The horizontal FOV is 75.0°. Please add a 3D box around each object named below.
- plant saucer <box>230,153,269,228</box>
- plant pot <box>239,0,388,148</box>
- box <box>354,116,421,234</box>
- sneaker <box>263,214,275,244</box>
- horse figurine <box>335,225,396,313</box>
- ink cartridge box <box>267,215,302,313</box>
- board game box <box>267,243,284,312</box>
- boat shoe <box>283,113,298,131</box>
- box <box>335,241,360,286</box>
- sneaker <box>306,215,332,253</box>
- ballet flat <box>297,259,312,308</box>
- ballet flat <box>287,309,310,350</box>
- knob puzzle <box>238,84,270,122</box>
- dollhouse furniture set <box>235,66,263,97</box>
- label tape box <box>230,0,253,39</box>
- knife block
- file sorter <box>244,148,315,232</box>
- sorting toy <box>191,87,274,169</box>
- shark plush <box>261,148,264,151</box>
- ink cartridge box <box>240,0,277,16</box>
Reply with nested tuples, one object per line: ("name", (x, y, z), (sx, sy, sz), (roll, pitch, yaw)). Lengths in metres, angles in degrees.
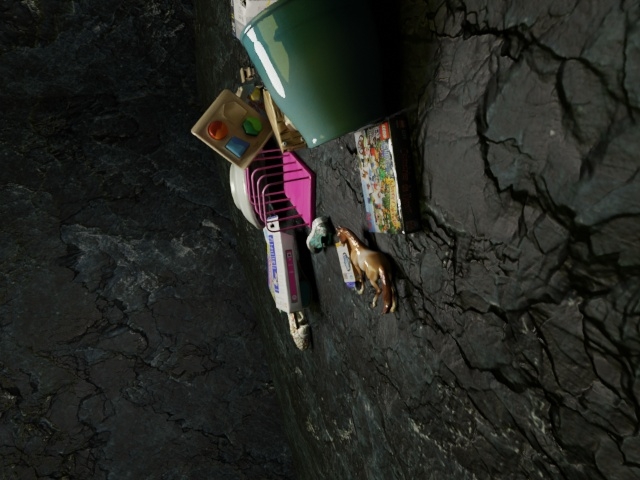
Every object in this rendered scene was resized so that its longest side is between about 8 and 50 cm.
("plant saucer", (-0.314, -0.245, 1.814), (0.400, 0.100, 0.401), (-5, -90, -85))
("plant pot", (0.010, -0.339, 0.859), (0.255, 0.271, 0.271), (68, 163, -12))
("box", (0.142, -0.133, 0.903), (0.159, 0.044, 0.233), (-171, 70, -70))
("sneaker", (-0.240, -0.078, 1.971), (0.237, 0.085, 0.086), (63, 140, 35))
("horse figurine", (0.124, 0.076, 1.050), (0.263, 0.066, 0.175), (-133, 30, -60))
("ink cartridge box", (-0.146, 0.090, 1.630), (0.175, 0.069, 0.371), (176, 85, -69))
("board game box", (-0.215, 0.180, 2.097), (0.213, 0.046, 0.318), (-125, 30, -47))
("boat shoe", (-0.060, -0.459, 1.253), (0.095, 0.095, 0.258), (-16, 79, 38))
("box", (0.084, 0.067, 1.214), (0.081, 0.028, 0.136), (160, 95, -71))
("sneaker", (0.000, 0.000, 1.363), (0.167, 0.064, 0.076), (101, 147, -51))
("ballet flat", (-0.079, 0.173, 1.699), (0.073, 0.080, 0.232), (54, -165, -63))
("ballet flat", (-0.090, 0.355, 1.801), (0.077, 0.091, 0.241), (-28, 78, 47))
("knob puzzle", (-0.246, -0.516, 1.612), (0.030, 0.213, 0.213), (-20, 80, 32))
("dollhouse furniture set", (-0.325, -0.685, 1.810), (0.182, 0.101, 0.161), (-169, 68, -69))
("label tape box", (-0.256, -0.804, 1.541), (0.241, 0.105, 0.334), (-123, 29, -48))
("knife block", (-0.139, -0.452, 1.435), (0.242, 0.088, 0.276), (-133, 28, -69))
("file sorter", (-0.155, -0.188, 1.501), (0.291, 0.182, 0.202), (-126, 30, -50))
("sorting toy", (-0.274, -0.431, 1.473), (0.229, 0.307, 0.041), (35, 164, -10))
("shark plush", (-0.290, -0.427, 1.943), (0.067, 0.073, 0.161), (41, 145, 11))
("ink cartridge box", (-0.195, -0.778, 1.323), (0.090, 0.143, 0.092), (162, 96, -71))
